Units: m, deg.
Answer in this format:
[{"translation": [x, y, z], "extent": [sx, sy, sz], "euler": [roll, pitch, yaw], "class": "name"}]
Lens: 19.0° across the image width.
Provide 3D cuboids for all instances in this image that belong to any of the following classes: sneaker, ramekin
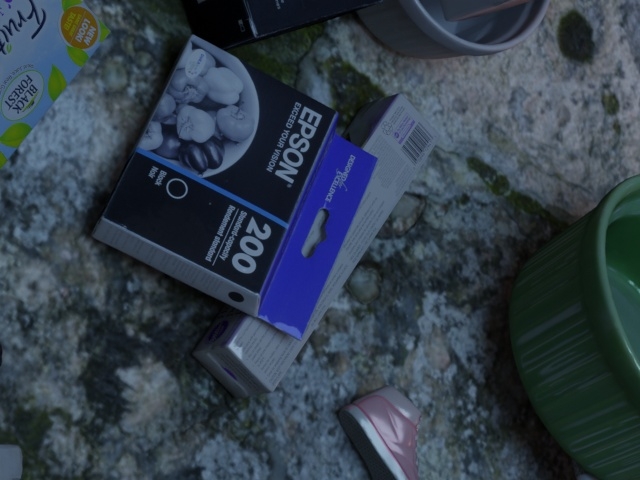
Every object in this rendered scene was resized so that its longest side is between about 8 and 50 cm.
[{"translation": [0.077, 0.196, 1.777], "extent": [0.070, 0.051, 0.134], "euler": [-33, 98, -30], "class": "sneaker"}, {"translation": [0.116, -0.271, 1.849], "extent": [0.207, 0.109, 0.207], "euler": [7, 78, -35], "class": "ramekin"}, {"translation": [0.326, 0.100, 1.877], "extent": [0.303, 0.148, 0.303], "euler": [23, 51, -32], "class": "ramekin"}]

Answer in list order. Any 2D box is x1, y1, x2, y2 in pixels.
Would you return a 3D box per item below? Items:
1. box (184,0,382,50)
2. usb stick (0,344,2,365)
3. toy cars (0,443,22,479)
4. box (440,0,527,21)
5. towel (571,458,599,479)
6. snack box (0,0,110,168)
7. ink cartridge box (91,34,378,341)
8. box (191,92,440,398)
[{"translation": [-0.048, -0.264, 1.734], "extent": [0.158, 0.093, 0.156], "euler": [-21, 95, -36], "class": "box"}, {"translation": [-0.358, 0.138, 1.466], "extent": [0.278, 0.045, 0.077], "euler": [-40, 113, -34], "class": "usb stick"}, {"translation": [-0.225, 0.338, 1.512], "extent": [0.176, 0.087, 0.394], "euler": [-44, 105, -38], "class": "toy cars"}, {"translation": [0.218, -0.287, 1.744], "extent": [0.182, 0.181, 0.119], "euler": [-19, 94, -38], "class": "box"}, {"translation": [0.328, 0.275, 1.906], "extent": [0.209, 0.034, 0.285], "euler": [10, 58, -42], "class": "towel"}, {"translation": [-0.296, -0.154, 1.545], "extent": [0.174, 0.070, 0.207], "euler": [47, 59, -21], "class": "snack box"}, {"translation": [-0.065, -0.047, 1.670], "extent": [0.208, 0.045, 0.206], "euler": [27, 62, -9], "class": "ink cartridge box"}, {"translation": [0.000, 0.000, 1.745], "extent": [0.067, 0.063, 0.324], "euler": [45, 59, -21], "class": "box"}]
